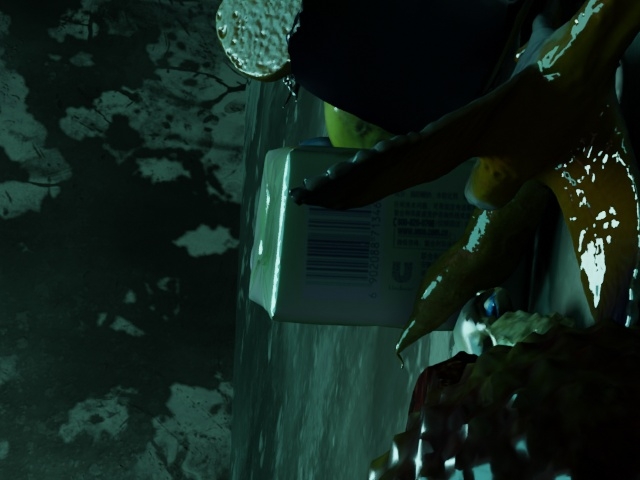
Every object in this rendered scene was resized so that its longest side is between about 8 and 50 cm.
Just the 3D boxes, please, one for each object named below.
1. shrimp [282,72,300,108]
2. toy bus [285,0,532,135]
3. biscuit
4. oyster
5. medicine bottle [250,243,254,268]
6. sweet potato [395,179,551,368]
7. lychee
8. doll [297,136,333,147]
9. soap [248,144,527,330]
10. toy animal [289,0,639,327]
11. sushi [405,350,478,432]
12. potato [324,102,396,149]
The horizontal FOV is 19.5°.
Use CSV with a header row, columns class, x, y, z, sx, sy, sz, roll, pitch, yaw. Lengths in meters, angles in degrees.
class,x,y,z,sx,sy,sz,roll,pitch,yaw
shrimp,0.009,-0.343,2.254,0.221,0.166,0.410,-20,65,51
toy bus,0.088,-0.224,1.345,0.386,0.171,0.162,106,-170,-70
biscuit,0.000,-0.299,2.125,0.290,0.041,0.208,-36,66,22
oyster,0.118,0.135,1.311,0.223,0.083,0.214,-97,17,-80
medicine bottle,0.000,0.000,2.089,0.274,0.133,0.133,123,152,-76
sweet potato,0.114,0.015,1.364,0.195,0.056,0.056,-52,13,7
lychee,0.121,0.145,0.758,0.271,0.236,0.235,-8,-75,-81
doll,0.026,-0.058,1.876,0.085,0.152,0.114,-95,12,-64
soap,0.051,-0.003,1.474,0.182,0.199,0.138,-167,80,-83
toy animal,0.148,-0.113,1.148,0.284,0.225,0.302,-60,5,23
sushi,0.122,0.148,1.086,0.225,0.126,0.136,-120,38,-76
potato,0.073,-0.175,1.626,0.228,0.149,0.197,-84,-17,-51
